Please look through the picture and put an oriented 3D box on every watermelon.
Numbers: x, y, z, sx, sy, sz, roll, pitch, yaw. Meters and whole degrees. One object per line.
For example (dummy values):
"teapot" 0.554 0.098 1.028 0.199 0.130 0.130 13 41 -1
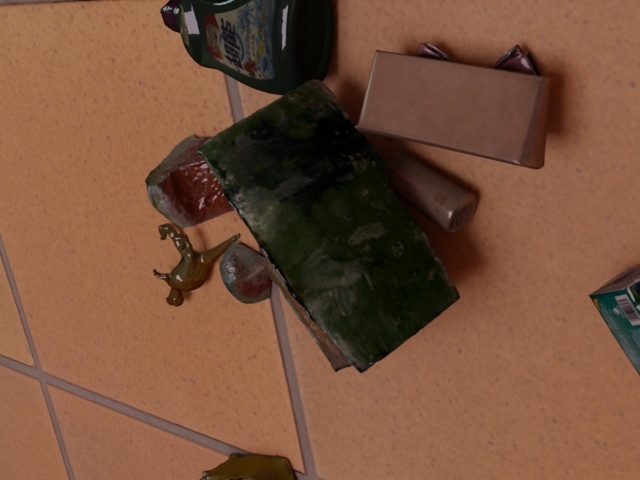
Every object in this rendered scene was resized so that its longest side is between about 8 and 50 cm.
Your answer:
"watermelon" 0.012 -0.009 0.991 0.264 0.151 0.302 55 175 7
"watermelon" -0.086 0.039 1.207 0.061 0.085 0.085 -32 89 14
"watermelon" -0.117 -0.078 1.180 0.158 0.121 0.098 -25 116 5

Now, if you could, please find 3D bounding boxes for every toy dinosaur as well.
"toy dinosaur" -0.159 0.041 1.298 0.162 0.039 0.126 6 123 32

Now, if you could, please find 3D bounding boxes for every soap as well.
"soap" -0.072 0.417 1.393 0.135 0.076 0.233 -9 107 48

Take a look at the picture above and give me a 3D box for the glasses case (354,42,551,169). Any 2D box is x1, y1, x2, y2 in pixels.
"glasses case" 0.131 -0.130 0.897 0.193 0.070 0.102 18 96 40

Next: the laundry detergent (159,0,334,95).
"laundry detergent" -0.088 -0.237 1.035 0.221 0.078 0.144 24 126 36

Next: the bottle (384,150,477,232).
"bottle" 0.104 -0.050 0.973 0.096 0.045 0.045 37 134 25

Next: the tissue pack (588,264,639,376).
"tissue pack" 0.297 0.070 0.835 0.111 0.079 0.085 58 170 2
